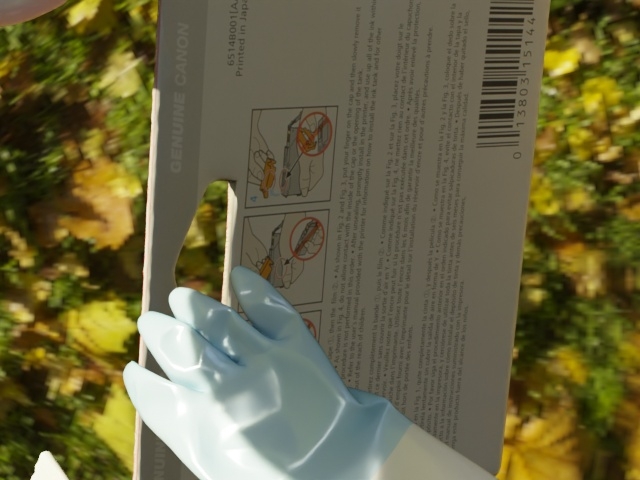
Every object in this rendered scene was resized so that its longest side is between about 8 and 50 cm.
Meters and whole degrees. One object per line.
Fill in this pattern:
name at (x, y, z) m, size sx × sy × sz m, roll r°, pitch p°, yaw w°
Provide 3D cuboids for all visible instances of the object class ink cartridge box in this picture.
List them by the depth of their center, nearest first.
ink cartridge box at (0.000, 0.000, 0.938) m, size 0.261 × 0.066 × 0.296 m, roll -5°, pitch 105°, yaw -37°

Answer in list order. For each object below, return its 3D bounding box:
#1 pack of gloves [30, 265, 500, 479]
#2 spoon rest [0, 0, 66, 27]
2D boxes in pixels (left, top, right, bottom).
pack of gloves at (-0.043, 0.122, 0.629) m, size 0.195 × 0.232 × 0.046 m, roll -55°, pitch 141°, yaw 3°
spoon rest at (-0.158, -0.180, 0.759) m, size 0.084 × 0.276 × 0.137 m, roll -40°, pitch 73°, yaw -23°
